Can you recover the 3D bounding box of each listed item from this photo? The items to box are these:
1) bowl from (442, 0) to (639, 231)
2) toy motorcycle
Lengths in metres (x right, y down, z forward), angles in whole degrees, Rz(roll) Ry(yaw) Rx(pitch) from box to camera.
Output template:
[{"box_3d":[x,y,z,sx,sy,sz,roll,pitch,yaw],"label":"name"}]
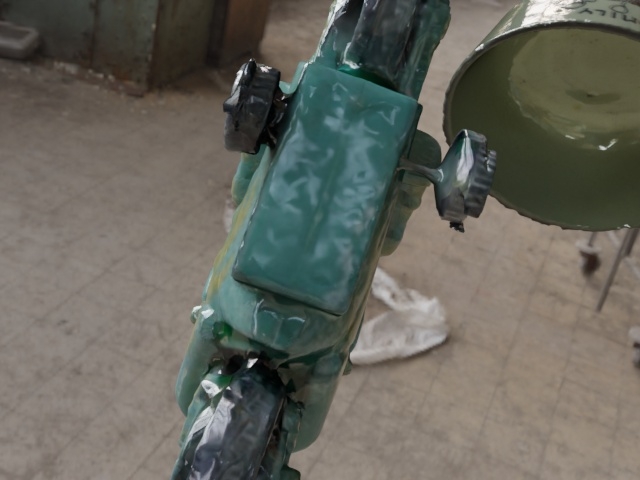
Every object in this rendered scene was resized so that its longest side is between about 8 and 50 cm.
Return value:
[{"box_3d":[0.209,-0.115,0.714,0.211,0.211,0.112,17,55,9],"label":"bowl"},{"box_3d":[0.001,-0.002,0.445,0.109,0.297,0.198,19,-5,-1],"label":"toy motorcycle"}]
